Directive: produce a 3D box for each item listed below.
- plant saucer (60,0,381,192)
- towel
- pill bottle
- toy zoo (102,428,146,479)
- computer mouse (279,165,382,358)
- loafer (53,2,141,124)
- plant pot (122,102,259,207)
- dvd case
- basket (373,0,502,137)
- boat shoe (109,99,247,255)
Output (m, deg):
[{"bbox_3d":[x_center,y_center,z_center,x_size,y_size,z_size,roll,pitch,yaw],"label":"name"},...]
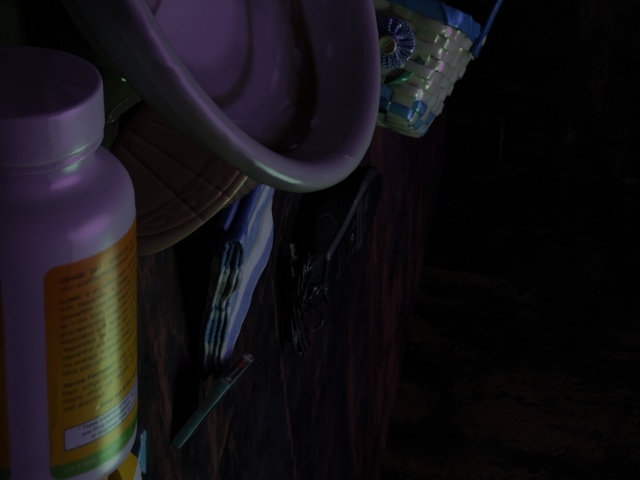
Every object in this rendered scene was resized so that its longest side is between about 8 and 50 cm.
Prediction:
[{"bbox_3d":[-0.097,-0.211,1.319,0.400,0.100,0.400,46,34,-44],"label":"plant saucer"},{"bbox_3d":[-0.071,-0.009,1.961,0.285,0.034,0.209,103,5,-57],"label":"towel"},{"bbox_3d":[-0.176,0.017,1.156,0.136,0.136,0.245,-68,163,-59],"label":"pill bottle"},{"bbox_3d":[-0.191,0.288,1.635,0.192,0.030,0.293,81,18,-61],"label":"toy zoo"},{"bbox_3d":[0.000,0.000,2.553,0.188,0.072,0.272,91,23,-48],"label":"computer mouse"},{"bbox_3d":[-0.141,-0.157,1.452,0.251,0.094,0.087,-56,164,-61],"label":"loafer"},{"bbox_3d":[-0.089,-0.118,1.709,0.237,0.110,0.237,7,90,-82],"label":"plant pot"},{"bbox_3d":[-0.108,0.160,1.991,0.087,0.013,0.119,-52,179,13],"label":"dvd case"},{"bbox_3d":[0.083,-0.277,2.220,0.201,0.255,0.289,38,71,-77],"label":"basket"},{"bbox_3d":[-0.085,-0.115,1.565,0.285,0.103,0.092,-58,-167,0],"label":"boat shoe"}]
